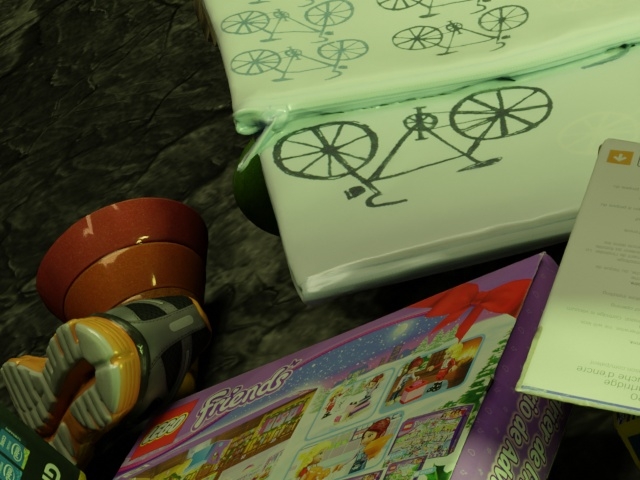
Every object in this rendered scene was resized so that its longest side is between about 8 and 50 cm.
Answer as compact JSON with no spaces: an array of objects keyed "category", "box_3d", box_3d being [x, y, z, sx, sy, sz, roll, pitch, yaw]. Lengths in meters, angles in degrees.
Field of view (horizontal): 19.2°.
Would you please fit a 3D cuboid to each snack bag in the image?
[{"category":"snack bag","box_3d":[0.101,-0.102,1.153,0.323,0.037,0.342,-13,39,-1]}]

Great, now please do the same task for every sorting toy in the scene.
[{"category":"sorting toy","box_3d":[0.000,0.000,1.215,0.365,0.127,0.126,-27,55,2]}]

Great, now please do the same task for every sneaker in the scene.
[{"category":"sneaker","box_3d":[-0.131,0.088,1.153,0.083,0.084,0.215,-26,-2,-30]}]

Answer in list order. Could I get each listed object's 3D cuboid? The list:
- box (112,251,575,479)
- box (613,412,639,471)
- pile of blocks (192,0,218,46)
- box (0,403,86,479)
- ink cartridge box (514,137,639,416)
[{"category":"box","box_3d":[-0.011,0.130,0.947,0.293,0.057,0.201,-24,25,38]},{"category":"box","box_3d":[0.177,0.052,0.945,0.059,0.054,0.169,-22,26,17]},{"category":"pile of blocks","box_3d":[0.040,-0.234,1.583,0.362,0.149,0.113,-34,-19,-27]},{"category":"box","box_3d":[-0.257,0.256,0.953,0.257,0.079,0.322,-38,21,24]},{"category":"ink cartridge box","box_3d":[0.207,0.036,0.855,0.206,0.045,0.208,10,36,15]}]
